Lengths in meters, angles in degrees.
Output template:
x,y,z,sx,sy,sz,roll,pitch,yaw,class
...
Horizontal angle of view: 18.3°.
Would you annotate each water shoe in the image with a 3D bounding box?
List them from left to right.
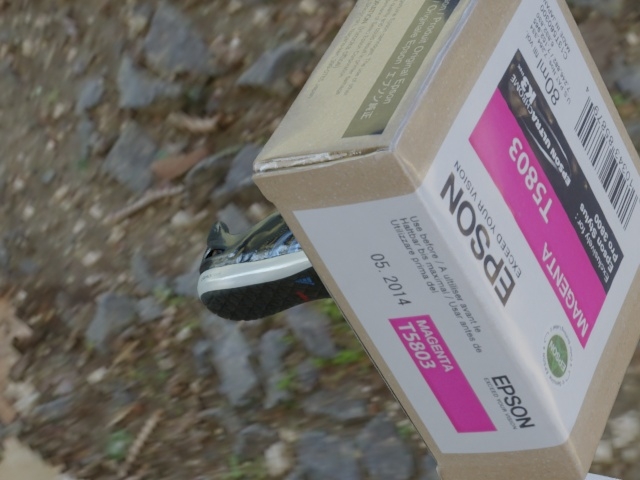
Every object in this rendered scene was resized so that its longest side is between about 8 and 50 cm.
x,y,z,sx,sy,sz,roll,pitch,yaw,class
0.000,0.000,1.469,0.203,0.073,0.080,-11,58,19,water shoe

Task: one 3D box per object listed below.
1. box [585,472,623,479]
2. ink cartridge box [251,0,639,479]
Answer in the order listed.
x,y,z,sx,sy,sz,roll,pitch,yaw,class
0.196,0.221,1.267,0.203,0.103,0.114,12,101,7,box
0.086,-0.017,1.033,0.235,0.088,0.193,58,42,-32,ink cartridge box
